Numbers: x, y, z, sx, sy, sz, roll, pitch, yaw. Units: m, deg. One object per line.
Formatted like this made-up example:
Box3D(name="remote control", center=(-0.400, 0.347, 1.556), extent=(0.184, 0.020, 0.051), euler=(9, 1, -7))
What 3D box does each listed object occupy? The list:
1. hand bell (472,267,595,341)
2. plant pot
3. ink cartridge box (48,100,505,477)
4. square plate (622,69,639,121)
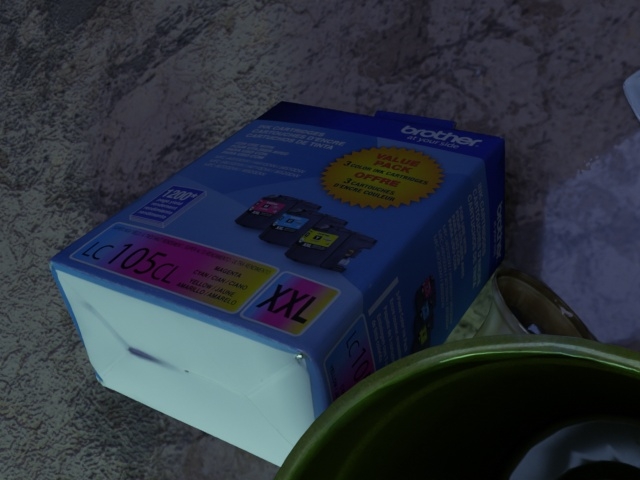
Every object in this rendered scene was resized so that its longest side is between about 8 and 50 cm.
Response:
Box3D(name="hand bell", center=(0.142, 0.154, 0.746), extent=(0.126, 0.126, 0.242), euler=(51, 120, 24))
Box3D(name="plant pot", center=(0.190, 0.251, 0.547), extent=(0.367, 0.353, 0.366), euler=(-4, 82, 27))
Box3D(name="ink cartridge box", center=(0.000, 0.000, 0.714), extent=(0.270, 0.395, 0.151), euler=(15, 128, 30))
Box3D(name="square plate", center=(0.483, -0.080, 0.612), extent=(0.347, 0.049, 0.343), euler=(-28, 72, 21))
